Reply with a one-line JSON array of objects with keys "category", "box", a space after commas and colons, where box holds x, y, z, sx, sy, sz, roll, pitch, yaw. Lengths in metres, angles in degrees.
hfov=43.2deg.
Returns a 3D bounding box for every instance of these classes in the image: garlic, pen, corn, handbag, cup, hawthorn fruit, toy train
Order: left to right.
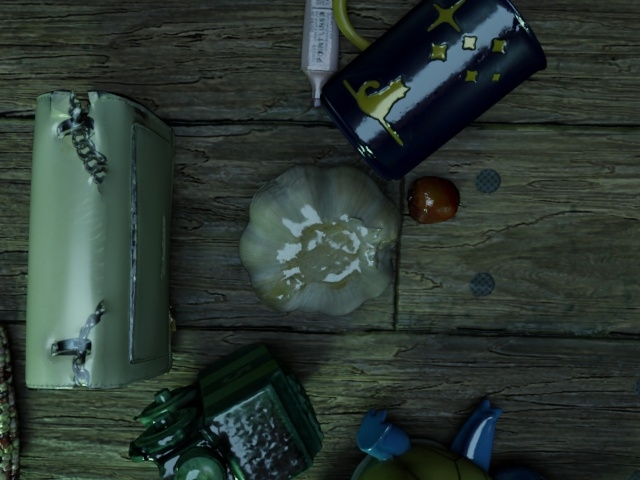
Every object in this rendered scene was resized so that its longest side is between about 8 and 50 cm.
[{"category": "corn", "box": [-0.501, 0.258, 1.211, 0.092, 0.092, 0.280, 1, 99, 2]}, {"category": "handbag", "box": [-0.290, 0.006, 1.048, 0.160, 0.237, 0.358, 0, 86, 0]}, {"category": "toy train", "box": [-0.126, 0.262, 1.104, 0.238, 0.299, 0.166, -28, 100, -7]}, {"category": "garlic", "box": [-0.003, -0.003, 1.116, 0.228, 0.152, 0.227, -1, 97, -6]}, {"category": "pen", "box": [0.000, -0.284, 1.125, 0.053, 0.032, 0.197, 2, 99, 1]}, {"category": "cup", "box": [0.121, -0.243, 1.083, 0.256, 0.178, 0.255, -38, 58, 10]}, {"category": "hawthorn fruit", "box": [0.160, -0.059, 1.143, 0.077, 0.077, 0.077, 0, 100, 2]}]

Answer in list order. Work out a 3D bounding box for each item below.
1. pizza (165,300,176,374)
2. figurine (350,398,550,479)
[{"category": "pizza", "box": [-0.281, 0.099, 1.194, 0.182, 0.062, 0.161, 24, 107, 3]}, {"category": "figurine", "box": [0.157, 0.394, 1.154, 0.417, 0.297, 0.242, -4, 134, 5]}]
